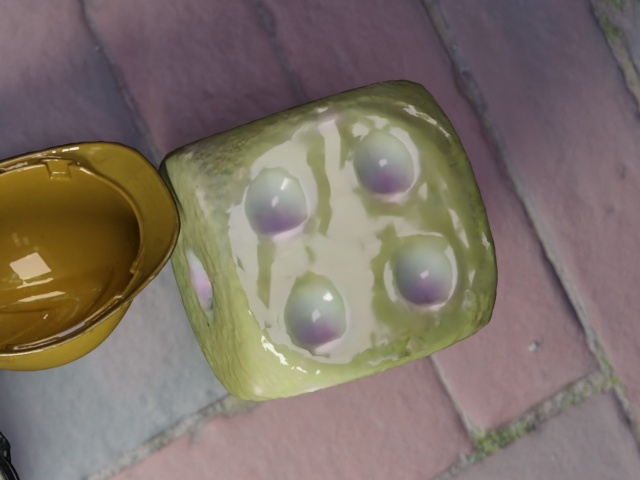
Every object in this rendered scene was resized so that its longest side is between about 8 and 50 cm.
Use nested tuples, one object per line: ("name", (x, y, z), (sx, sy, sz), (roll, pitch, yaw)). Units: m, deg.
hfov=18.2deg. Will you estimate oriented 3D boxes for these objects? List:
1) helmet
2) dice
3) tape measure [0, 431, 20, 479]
("helmet", (-0.252, 0.036, 1.849), (0.257, 0.140, 0.205), (-25, 62, -13))
("dice", (0.000, 0.000, 1.866), (0.250, 0.254, 0.252), (-17, 93, -17))
("tape measure", (-0.358, 0.282, 1.832), (0.207, 0.115, 0.235), (-24, 104, -15))
